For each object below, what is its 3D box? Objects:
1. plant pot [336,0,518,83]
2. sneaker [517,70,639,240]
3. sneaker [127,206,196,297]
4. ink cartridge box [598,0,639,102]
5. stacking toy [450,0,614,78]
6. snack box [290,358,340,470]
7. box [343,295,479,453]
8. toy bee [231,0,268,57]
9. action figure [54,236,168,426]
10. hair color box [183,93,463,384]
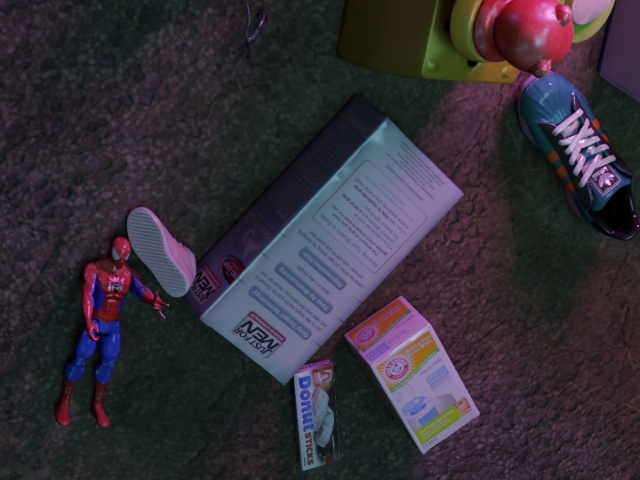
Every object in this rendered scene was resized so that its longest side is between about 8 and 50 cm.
[{"bbox_3d":[0.168,-0.307,1.934,0.212,0.187,0.212,1,113,-24],"label":"plant pot"},{"bbox_3d":[0.396,-0.122,2.164,0.108,0.121,0.302,-38,123,-3],"label":"sneaker"},{"bbox_3d":[-0.215,0.012,2.006,0.051,0.070,0.134,-30,95,17],"label":"sneaker"},{"bbox_3d":[0.638,-0.343,2.137,0.395,0.166,0.285,-1,115,-23],"label":"ink cartridge box"},{"bbox_3d":[0.322,-0.349,1.795,0.279,0.130,0.309,-6,117,-41],"label":"stacking toy"},{"bbox_3d":[-0.008,0.267,2.233,0.064,0.022,0.178,-13,119,-16],"label":"snack box"},{"bbox_3d":[0.138,0.203,2.218,0.114,0.103,0.203,-34,123,-6],"label":"box"},{"bbox_3d":[-0.106,-0.368,1.801,0.162,0.195,0.298,25,115,-7],"label":"toy bee"},{"bbox_3d":[-0.286,0.138,1.983,0.091,0.139,0.280,4,110,-27],"label":"action figure"},{"bbox_3d":[0.000,0.000,2.053,0.374,0.113,0.185,-47,123,2],"label":"hair color box"}]
